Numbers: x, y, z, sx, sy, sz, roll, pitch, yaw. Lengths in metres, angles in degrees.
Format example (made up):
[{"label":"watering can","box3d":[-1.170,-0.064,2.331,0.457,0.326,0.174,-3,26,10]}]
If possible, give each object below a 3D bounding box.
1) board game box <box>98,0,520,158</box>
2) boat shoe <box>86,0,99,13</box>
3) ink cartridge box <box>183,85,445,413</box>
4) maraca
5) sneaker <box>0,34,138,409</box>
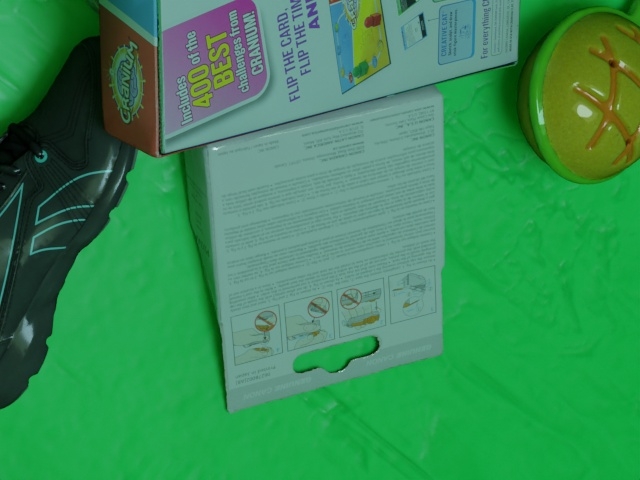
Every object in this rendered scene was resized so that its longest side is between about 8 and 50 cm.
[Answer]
[{"label":"board game box","box3d":[0.002,-0.206,1.292,0.317,0.064,0.242,-16,118,-36]},{"label":"boat shoe","box3d":[-0.066,-0.280,1.309,0.109,0.091,0.305,22,93,-23]},{"label":"ink cartridge box","box3d":[0.000,0.000,1.430,0.181,0.056,0.224,-14,125,-17]},{"label":"maraca","box3d":[0.213,-0.113,1.451,0.186,0.099,0.127,-29,115,-40]},{"label":"sneaker","box3d":[-0.203,-0.017,1.307,0.106,0.101,0.267,22,93,-29]}]
